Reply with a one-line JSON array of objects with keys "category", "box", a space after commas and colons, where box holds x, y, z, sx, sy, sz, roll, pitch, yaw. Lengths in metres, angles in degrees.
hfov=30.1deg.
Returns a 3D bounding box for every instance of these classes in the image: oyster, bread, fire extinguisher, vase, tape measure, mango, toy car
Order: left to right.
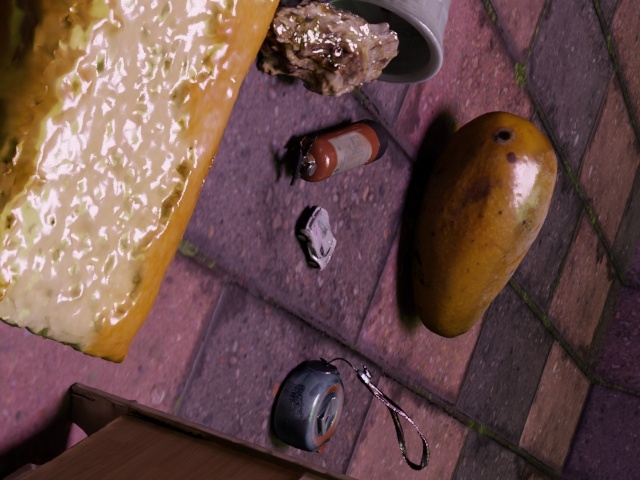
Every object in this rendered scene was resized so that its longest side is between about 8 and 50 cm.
[{"category": "bread", "box": [-0.145, -0.122, 0.775, 0.236, 0.165, 0.375, 30, 79, -62]}, {"category": "oyster", "box": [-0.007, -0.177, 1.117, 0.165, 0.108, 0.053, 19, 56, -38]}, {"category": "toy car", "box": [0.000, 0.000, 1.310, 0.041, 0.025, 0.093, -60, 151, -24]}, {"category": "fire extinguisher", "box": [0.013, -0.095, 1.251, 0.177, 0.050, 0.062, -25, 145, -59]}, {"category": "tape measure", "box": [0.039, 0.214, 1.361, 0.107, 0.180, 0.104, -51, 163, -41]}, {"category": "vase", "box": [0.106, -0.321, 1.220, 0.299, 0.143, 0.143, -66, 154, -23]}, {"category": "mango", "box": [0.198, -0.015, 1.567, 0.176, 0.175, 0.329, 4, 122, -42]}]

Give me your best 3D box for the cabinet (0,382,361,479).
[{"category": "cabinet", "box": [-0.141, 0.288, 0.859, 0.290, 0.318, 0.227, -30, 129, -56]}]
